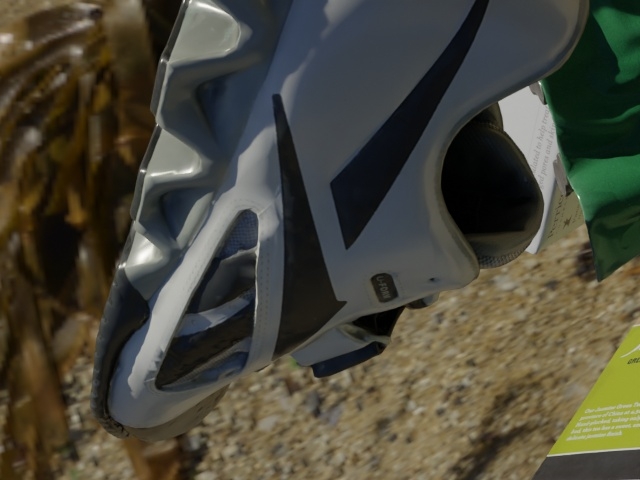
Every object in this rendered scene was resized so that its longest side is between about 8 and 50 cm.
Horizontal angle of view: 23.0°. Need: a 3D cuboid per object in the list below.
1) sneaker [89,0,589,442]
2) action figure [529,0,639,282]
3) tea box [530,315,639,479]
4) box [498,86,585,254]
[{"bbox_3d":[0.000,0.000,0.595,0.146,0.330,0.122,17,57,-5],"label":"sneaker"},{"bbox_3d":[0.207,-0.082,0.672,0.232,0.063,0.137,-17,99,1],"label":"action figure"},{"bbox_3d":[0.381,0.262,1.368,0.329,0.323,0.220,50,150,-15],"label":"tea box"},{"bbox_3d":[0.147,-0.111,1.329,0.182,0.119,0.181,23,118,26],"label":"box"}]
